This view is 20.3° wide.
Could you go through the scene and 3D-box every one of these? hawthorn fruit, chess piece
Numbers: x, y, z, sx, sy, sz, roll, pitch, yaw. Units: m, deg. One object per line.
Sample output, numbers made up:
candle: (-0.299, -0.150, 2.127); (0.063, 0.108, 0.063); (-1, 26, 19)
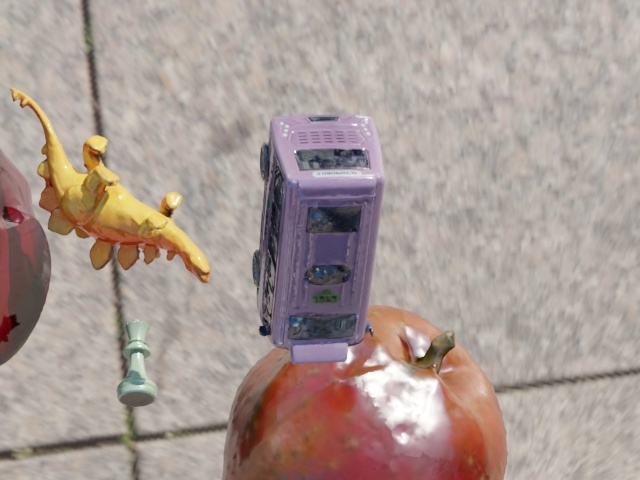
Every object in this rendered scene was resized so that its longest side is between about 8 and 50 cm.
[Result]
hawthorn fruit: (0.049, 0.193, 1.702); (0.275, 0.275, 0.300); (42, 122, 11)
chess piece: (-0.190, 0.123, 1.861); (0.042, 0.042, 0.093); (-5, 59, 5)

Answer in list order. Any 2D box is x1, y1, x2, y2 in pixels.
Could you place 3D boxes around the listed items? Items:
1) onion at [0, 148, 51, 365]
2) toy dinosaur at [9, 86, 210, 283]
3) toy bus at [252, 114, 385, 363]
onion: (-0.527, 0.026, 1.913); (0.420, 0.398, 0.398); (-6, 75, 49)
toy dinosaur: (-0.224, -0.036, 1.797); (0.288, 0.070, 0.117); (37, 126, 14)
toy bus: (0.000, 0.000, 1.451); (0.096, 0.199, 0.108); (-2, 39, -10)
